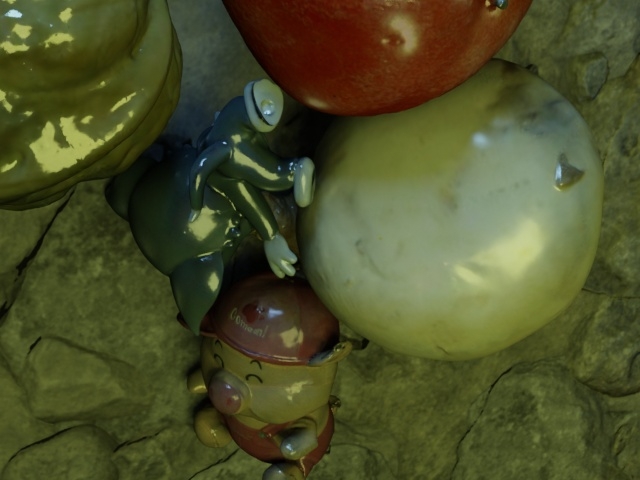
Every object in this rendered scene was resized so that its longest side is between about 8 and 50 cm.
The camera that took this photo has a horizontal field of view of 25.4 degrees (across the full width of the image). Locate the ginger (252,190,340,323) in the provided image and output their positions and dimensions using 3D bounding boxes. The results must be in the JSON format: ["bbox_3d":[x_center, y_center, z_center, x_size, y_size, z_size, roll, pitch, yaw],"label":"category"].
[{"bbox_3d":[0.004,-0.002,1.558,0.137,0.074,0.213,-44,120,-8],"label":"ginger"}]

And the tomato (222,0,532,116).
[{"bbox_3d":[0.057,-0.278,1.292,0.293,0.290,0.325,54,51,-41],"label":"tomato"}]

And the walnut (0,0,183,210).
[{"bbox_3d":[-0.262,-0.166,1.242,0.277,0.253,0.282,-28,127,-1],"label":"walnut"}]

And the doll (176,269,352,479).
[{"bbox_3d":[-0.062,0.147,1.543,0.196,0.152,0.256,8,130,7],"label":"doll"}]

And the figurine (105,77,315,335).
[{"bbox_3d":[-0.096,-0.039,1.365,0.140,0.265,0.193,-29,81,-26],"label":"figurine"}]

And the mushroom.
[{"bbox_3d":[0.145,-0.026,1.458,0.314,0.314,0.336,-54,165,10],"label":"mushroom"}]
